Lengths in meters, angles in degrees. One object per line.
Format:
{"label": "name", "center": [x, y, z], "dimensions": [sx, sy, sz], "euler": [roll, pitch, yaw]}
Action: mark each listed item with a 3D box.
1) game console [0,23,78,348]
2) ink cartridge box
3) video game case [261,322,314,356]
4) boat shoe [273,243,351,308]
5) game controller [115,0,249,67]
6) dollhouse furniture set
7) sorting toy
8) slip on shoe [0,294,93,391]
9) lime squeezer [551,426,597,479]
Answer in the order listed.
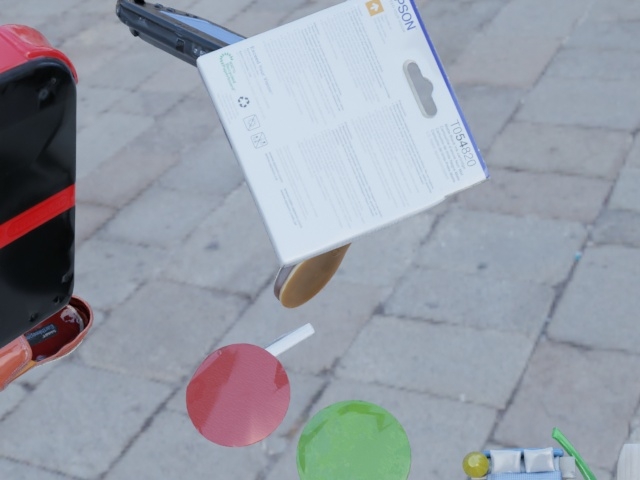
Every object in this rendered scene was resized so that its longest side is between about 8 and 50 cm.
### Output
{"label": "game console", "center": [-0.361, 0.017, 0.884], "dimensions": [0.060, 0.342, 0.386], "euler": [34, 45, 21]}
{"label": "ink cartridge box", "center": [0.022, -0.114, 1.022], "dimensions": [0.224, 0.223, 0.045], "euler": [-22, -4, -6]}
{"label": "video game case", "center": [-0.113, 0.196, 1.680], "dimensions": [0.190, 0.022, 0.173], "euler": [-30, -2, -20]}
{"label": "boat shoe", "center": [0.000, 0.000, 1.475], "dimensions": [0.207, 0.073, 0.073], "euler": [-51, 50, 3]}
{"label": "game controller", "center": [-0.145, -0.275, 1.444], "dimensions": [0.166, 0.067, 0.319], "euler": [-9, 31, -44]}
{"label": "dollhouse furniture set", "center": [0.368, 0.454, 1.624], "dimensions": [0.303, 0.198, 0.286], "euler": [-3, 65, 16]}
{"label": "sorting toy", "center": [0.018, 0.250, 1.205], "dimensions": [0.366, 0.126, 0.127], "euler": [26, 71, 14]}
{"label": "slip on shoe", "center": [-0.461, 0.159, 1.485], "dimensions": [0.331, 0.123, 0.101], "euler": [-27, -6, -46]}
{"label": "lime squeezer", "center": [0.523, 0.420, 1.769], "dimensions": [0.310, 0.059, 0.110], "euler": [19, 62, -5]}
